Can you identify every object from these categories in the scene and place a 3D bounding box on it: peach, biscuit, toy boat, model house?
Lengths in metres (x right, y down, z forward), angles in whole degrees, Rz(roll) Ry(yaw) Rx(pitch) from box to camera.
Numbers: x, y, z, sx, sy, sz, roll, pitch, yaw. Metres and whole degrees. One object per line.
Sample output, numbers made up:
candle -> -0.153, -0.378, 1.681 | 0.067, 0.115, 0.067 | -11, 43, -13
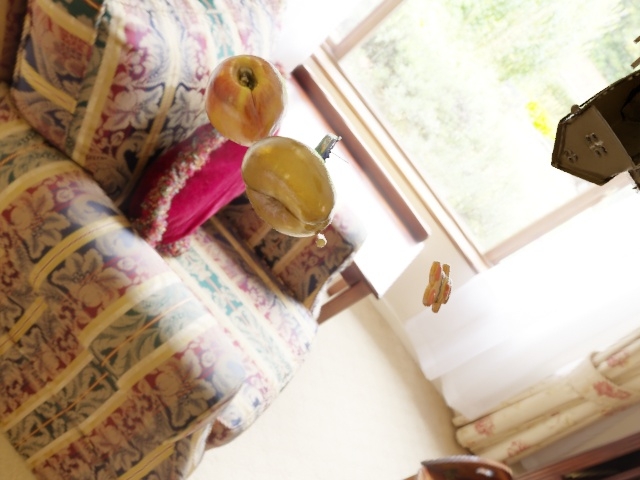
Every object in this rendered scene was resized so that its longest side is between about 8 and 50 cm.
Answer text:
peach -> -0.212, -0.393, 1.713 | 0.238, 0.281, 0.281 | -10, 59, -12
peach -> -0.071, -0.118, 1.350 | 0.153, 0.251, 0.251 | -36, 89, -21
biscuit -> 0.385, 0.151, 1.896 | 0.250, 0.036, 0.165 | 31, 75, -62
toy boat -> 0.038, -0.258, 1.767 | 0.110, 0.091, 0.175 | 38, 38, -7
model house -> 0.535, -0.175, 1.078 | 0.204, 0.211, 0.243 | 58, -12, 1

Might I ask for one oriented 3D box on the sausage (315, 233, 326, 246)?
sausage -> 0.000, 0.000, 1.436 | 0.024, 0.024, 0.132 | 51, 2, -5

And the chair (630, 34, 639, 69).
chair -> 0.891, -0.505, 1.364 | 0.186, 0.319, 0.160 | 49, 9, 25
